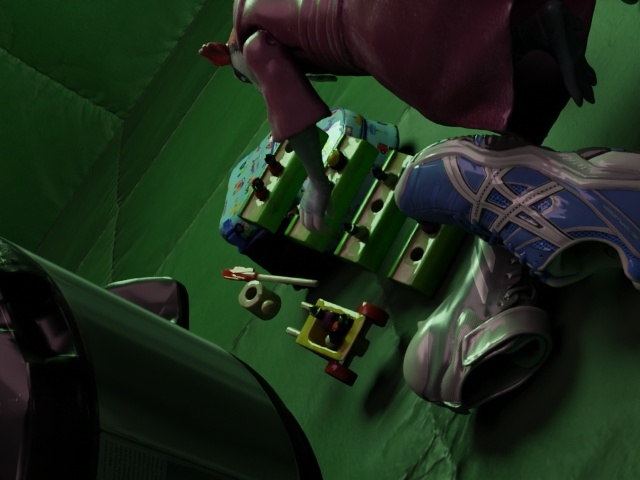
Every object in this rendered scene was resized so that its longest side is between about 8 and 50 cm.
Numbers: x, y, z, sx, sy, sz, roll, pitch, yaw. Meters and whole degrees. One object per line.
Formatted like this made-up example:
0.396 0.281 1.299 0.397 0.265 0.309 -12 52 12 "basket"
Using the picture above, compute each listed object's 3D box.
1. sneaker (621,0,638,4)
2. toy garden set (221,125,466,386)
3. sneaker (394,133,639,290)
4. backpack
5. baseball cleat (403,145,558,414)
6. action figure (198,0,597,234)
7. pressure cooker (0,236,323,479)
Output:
0.248 -0.225 1.091 0.258 0.094 0.091 -95 20 -66 "sneaker"
0.000 0.000 1.231 0.244 0.049 0.204 21 78 44 "toy garden set"
0.137 -0.018 0.924 0.211 0.080 0.081 5 70 36 "sneaker"
-0.003 -0.059 1.404 0.173 0.117 0.158 -39 26 38 "backpack"
0.140 0.031 0.987 0.109 0.072 0.206 19 79 55 "baseball cleat"
0.029 -0.173 1.105 0.370 0.276 0.248 0 58 38 "action figure"
-0.199 0.219 1.014 0.370 0.420 0.375 -50 53 6 "pressure cooker"
